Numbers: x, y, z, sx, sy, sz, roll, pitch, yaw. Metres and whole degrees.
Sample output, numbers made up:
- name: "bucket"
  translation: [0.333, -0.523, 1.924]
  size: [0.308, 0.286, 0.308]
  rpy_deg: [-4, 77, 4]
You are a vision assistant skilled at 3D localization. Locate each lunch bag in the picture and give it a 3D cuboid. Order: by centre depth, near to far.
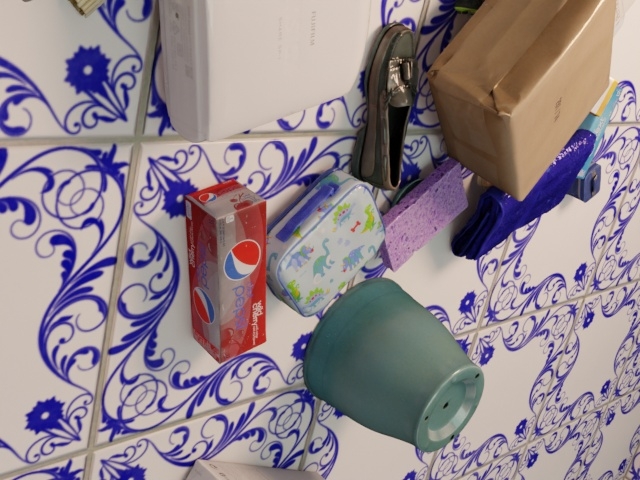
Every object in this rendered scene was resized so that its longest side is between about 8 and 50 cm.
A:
- name: "lunch bag"
  translation: [0.000, 0.000, 1.362]
  size: [0.219, 0.090, 0.176]
  rpy_deg: [-46, 141, -14]
- name: "lunch bag"
  translation: [0.606, -0.141, 1.931]
  size: [0.067, 0.065, 0.098]
  rpy_deg: [-39, 139, -22]

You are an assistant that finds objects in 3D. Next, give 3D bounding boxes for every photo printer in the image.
- name: "photo printer"
  translation: [-0.056, -0.284, 1.087]
  size: [0.307, 0.107, 0.256]
  rpy_deg: [-26, 133, -37]

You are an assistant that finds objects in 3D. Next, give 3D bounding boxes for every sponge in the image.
- name: "sponge"
  translation: [0.186, -0.047, 1.538]
  size: [0.210, 0.031, 0.117]
  rpy_deg: [-40, 139, -20]

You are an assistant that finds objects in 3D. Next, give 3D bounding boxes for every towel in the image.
- name: "towel"
  translation: [0.414, -0.086, 1.694]
  size: [0.308, 0.076, 0.228]
  rpy_deg: [-33, 162, -26]

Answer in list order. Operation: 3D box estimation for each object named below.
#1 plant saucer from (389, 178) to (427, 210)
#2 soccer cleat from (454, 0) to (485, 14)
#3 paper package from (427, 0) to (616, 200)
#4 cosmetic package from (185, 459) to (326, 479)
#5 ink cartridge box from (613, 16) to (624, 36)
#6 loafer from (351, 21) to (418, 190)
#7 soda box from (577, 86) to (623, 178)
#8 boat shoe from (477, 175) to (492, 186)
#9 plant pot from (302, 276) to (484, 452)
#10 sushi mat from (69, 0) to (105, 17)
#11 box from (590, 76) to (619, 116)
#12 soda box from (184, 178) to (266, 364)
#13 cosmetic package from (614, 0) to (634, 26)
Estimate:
- name: "plant saucer"
  translation: [0.164, -0.062, 1.549]
  size: [0.119, 0.021, 0.119]
  rpy_deg: [-26, 131, -34]
- name: "soccer cleat"
  translation: [0.281, -0.418, 1.408]
  size: [0.179, 0.060, 0.072]
  rpy_deg: [-26, 123, -42]
- name: "paper package"
  translation: [0.350, -0.275, 1.432]
  size: [0.309, 0.168, 0.325]
  rpy_deg: [-51, 154, -8]
- name: "cosmetic package"
  translation: [-0.112, 0.547, 1.565]
  size: [0.385, 0.156, 0.217]
  rpy_deg: [24, 95, -50]
- name: "ink cartridge box"
  translation: [0.596, -0.499, 1.694]
  size: [0.179, 0.045, 0.145]
  rpy_deg: [-49, 142, -6]
- name: "loafer"
  translation: [0.120, -0.209, 1.351]
  size: [0.096, 0.084, 0.268]
  rpy_deg: [-14, 125, -41]
- name: "soda box"
  translation: [0.564, -0.242, 1.811]
  size: [0.067, 0.071, 0.210]
  rpy_deg: [3, 113, -47]
- name: "boat shoe"
  translation: [0.384, -0.157, 1.687]
  size: [0.170, 0.059, 0.063]
  rpy_deg: [-39, 138, -22]
- name: "plant pot"
  translation: [0.151, 0.244, 1.558]
  size: [0.271, 0.255, 0.272]
  rpy_deg: [-26, 131, -33]
- name: "sushi mat"
  translation: [-0.190, -0.405, 0.940]
  size: [0.316, 0.019, 0.151]
  rpy_deg: [-46, 141, -14]
- name: "box"
  translation: [0.528, -0.318, 1.713]
  size: [0.136, 0.028, 0.081]
  rpy_deg: [26, 97, -12]
- name: "soda box"
  translation: [-0.138, 0.048, 1.253]
  size: [0.092, 0.083, 0.263]
  rpy_deg: [-23, 131, -35]
- name: "cosmetic package"
  translation: [0.544, -0.585, 1.491]
  size: [0.365, 0.155, 0.197]
  rpy_deg: [-53, 144, -7]
